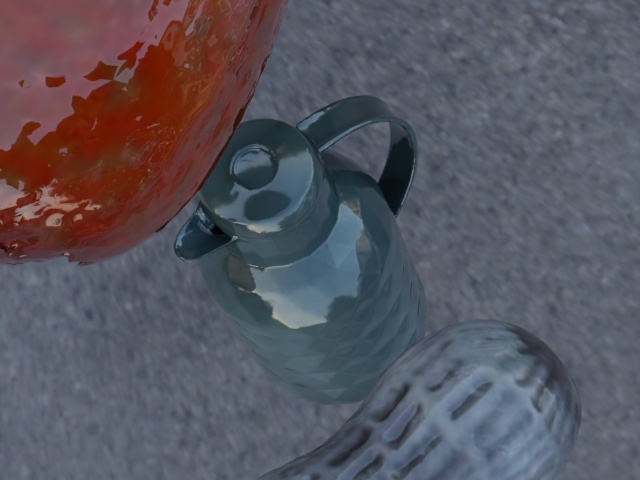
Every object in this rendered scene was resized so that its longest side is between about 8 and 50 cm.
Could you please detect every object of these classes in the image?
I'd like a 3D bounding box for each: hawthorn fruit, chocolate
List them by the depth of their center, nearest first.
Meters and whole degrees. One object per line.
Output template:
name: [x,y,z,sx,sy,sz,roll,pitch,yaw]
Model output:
chocolate: [0.018,0.091,0.519,0.167,0.072,0.072,-40,116,-13]
hawthorn fruit: [-0.119,-0.136,0.569,0.276,0.276,0.307,31,116,-24]

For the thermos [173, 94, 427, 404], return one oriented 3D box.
thermos: [0.000,0.000,1.100,0.182,0.145,0.286,-41,156,-8]
